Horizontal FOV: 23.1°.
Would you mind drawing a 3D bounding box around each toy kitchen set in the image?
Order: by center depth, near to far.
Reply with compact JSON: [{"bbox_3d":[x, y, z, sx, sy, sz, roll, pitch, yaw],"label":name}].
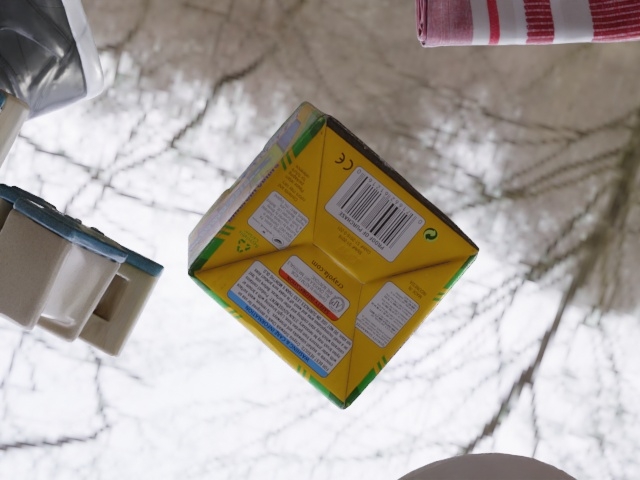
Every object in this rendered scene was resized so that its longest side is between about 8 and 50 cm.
[{"bbox_3d":[-0.200,-0.031,0.964,0.207,0.122,0.166,25,177,19],"label":"toy kitchen set"}]

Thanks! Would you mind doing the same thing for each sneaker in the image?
[{"bbox_3d":[-0.287,-0.206,1.267,0.147,0.296,0.104,-37,-139,-24],"label":"sneaker"}]

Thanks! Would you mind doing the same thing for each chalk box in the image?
[{"bbox_3d":[0.000,0.000,1.027,0.132,0.132,0.213,40,-177,-8],"label":"chalk box"}]

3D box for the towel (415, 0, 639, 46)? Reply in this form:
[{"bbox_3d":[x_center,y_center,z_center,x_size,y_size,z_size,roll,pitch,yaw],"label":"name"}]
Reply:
[{"bbox_3d":[0.261,-0.346,1.810,0.329,0.237,0.037,-4,179,-17],"label":"towel"}]

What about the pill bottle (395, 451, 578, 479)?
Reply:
[{"bbox_3d":[0.123,0.307,1.034,0.176,0.318,0.176,-9,-141,7],"label":"pill bottle"}]
